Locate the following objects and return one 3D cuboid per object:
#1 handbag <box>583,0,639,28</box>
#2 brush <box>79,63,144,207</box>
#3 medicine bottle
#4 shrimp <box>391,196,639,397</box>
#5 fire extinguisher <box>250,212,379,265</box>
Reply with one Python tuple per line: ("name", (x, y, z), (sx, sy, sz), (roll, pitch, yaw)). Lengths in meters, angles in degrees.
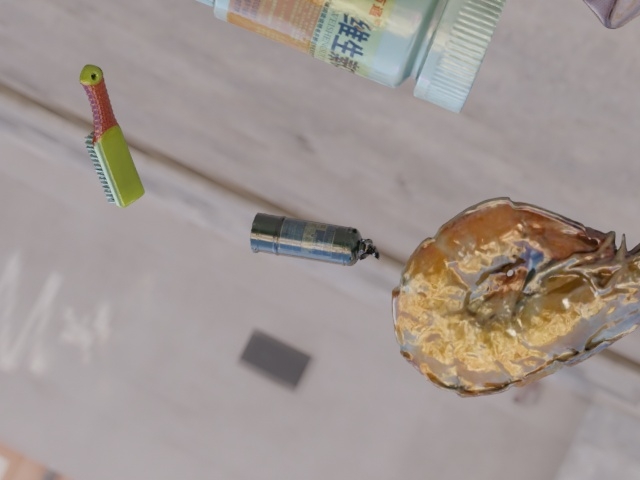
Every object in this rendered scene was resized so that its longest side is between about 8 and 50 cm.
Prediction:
("handbag", (0.189, -0.287, 1.374), (0.251, 0.193, 0.190), (30, -143, -22))
("brush", (-0.116, -0.057, 1.041), (0.021, 0.019, 0.083), (16, 132, 43))
("medicine bottle", (0.019, -0.252, 1.902), (0.318, 0.158, 0.158), (23, 173, 1))
("shrimp", (0.206, 0.028, 1.696), (0.164, 0.317, 0.062), (65, -163, -7))
("fire extinguisher", (0.000, 0.000, 1.214), (0.083, 0.025, 0.038), (9, -162, 13))
